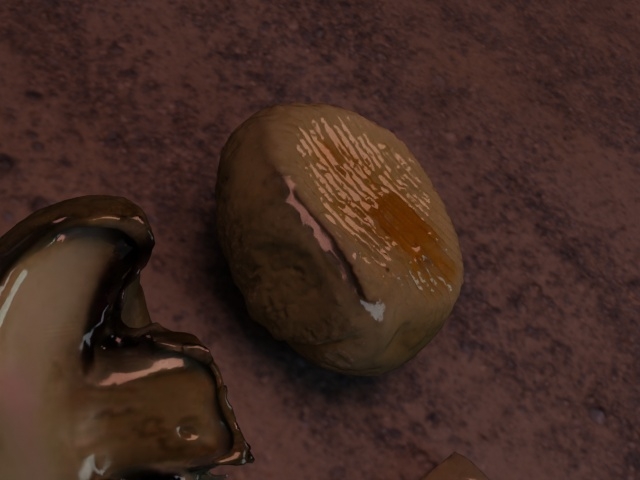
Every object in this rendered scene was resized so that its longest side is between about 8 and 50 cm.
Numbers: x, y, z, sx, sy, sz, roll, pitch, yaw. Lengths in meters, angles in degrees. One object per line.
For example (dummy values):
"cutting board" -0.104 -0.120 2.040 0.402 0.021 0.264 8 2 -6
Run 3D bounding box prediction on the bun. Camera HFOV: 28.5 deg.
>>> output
"bun" 0.000 0.000 1.074 0.244 0.153 0.244 33 35 -27

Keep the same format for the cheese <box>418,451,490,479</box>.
"cheese" 0.216 0.313 0.948 0.085 0.034 0.400 -28 57 -31

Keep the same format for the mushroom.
"mushroom" -0.172 0.109 0.889 0.189 0.164 0.267 -25 103 -14
